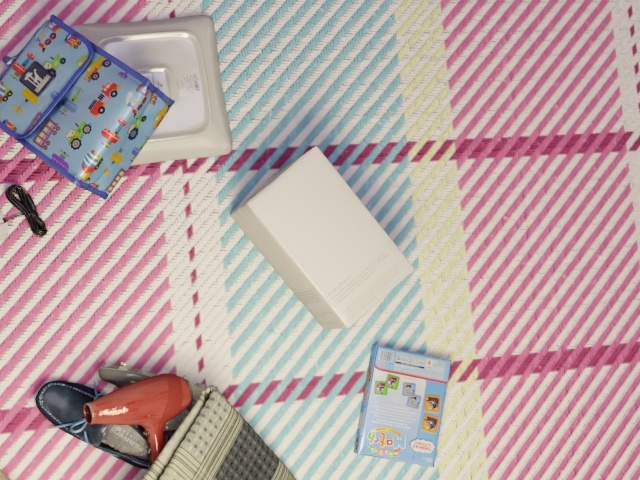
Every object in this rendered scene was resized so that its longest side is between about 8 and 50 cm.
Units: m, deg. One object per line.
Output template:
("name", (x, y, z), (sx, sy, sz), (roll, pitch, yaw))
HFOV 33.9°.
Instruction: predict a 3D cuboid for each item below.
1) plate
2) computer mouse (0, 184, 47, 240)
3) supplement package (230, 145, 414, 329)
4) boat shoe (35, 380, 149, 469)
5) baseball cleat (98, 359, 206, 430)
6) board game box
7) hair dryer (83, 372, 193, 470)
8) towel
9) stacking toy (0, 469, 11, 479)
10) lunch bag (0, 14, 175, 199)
("plate", (-0.315, -0.285, 1.968), (0.278, 0.045, 0.277), (-8, 86, -16))
("computer mouse", (-0.594, -0.021, 1.865), (0.193, 0.042, 0.106), (-26, 93, -16))
("supplement package", (0.000, 0.000, 1.957), (0.175, 0.177, 0.293), (-41, 97, -15))
("boat shoe", (-0.381, 0.321, 1.866), (0.258, 0.089, 0.109), (26, 78, -12))
("baseball cleat", (-0.307, 0.287, 1.899), (0.205, 0.072, 0.110), (14, 81, -13))
("board game box", (0.160, 0.322, 2.041), (0.160, 0.039, 0.212), (13, 81, -14))
("hair dryer", (-0.277, 0.341, 1.814), (0.293, 0.080, 0.224), (36, 60, -23))
("towel", (-0.192, 0.471, 1.828), (0.312, 0.056, 0.324), (55, 51, -33))
("stacking toy", (-0.713, 0.562, 1.673), (0.480, 0.350, 0.350), (-44, 97, 0))
("lunch bag", (-0.450, -0.251, 1.872), (0.293, 0.138, 0.221), (35, 89, 15))
